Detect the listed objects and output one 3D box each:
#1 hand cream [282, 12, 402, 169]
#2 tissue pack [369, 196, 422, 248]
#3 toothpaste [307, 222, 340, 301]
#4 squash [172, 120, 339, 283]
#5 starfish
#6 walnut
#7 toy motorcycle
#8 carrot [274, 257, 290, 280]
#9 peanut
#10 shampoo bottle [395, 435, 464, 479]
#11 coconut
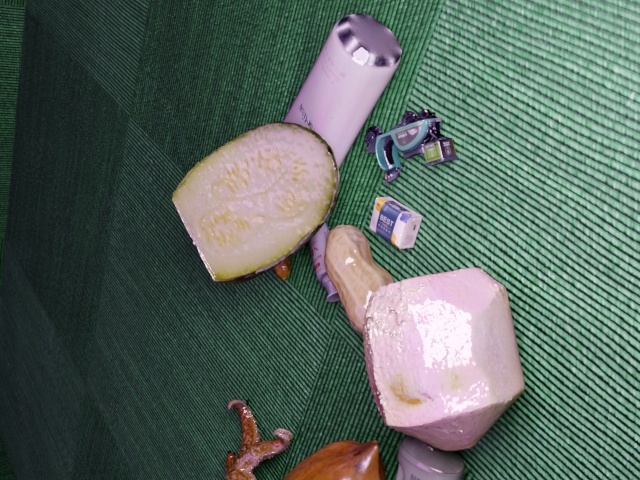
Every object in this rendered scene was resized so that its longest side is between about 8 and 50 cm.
[{"bbox_3d":[0.016,-0.232,1.282,0.185,0.118,0.358,59,145,19],"label":"hand cream"},{"bbox_3d":[0.124,-0.030,1.218,0.083,0.042,0.062,38,125,43],"label":"tissue pack"},{"bbox_3d":[0.000,0.000,1.376,0.089,0.057,0.234,111,144,-60],"label":"toothpaste"},{"bbox_3d":[-0.099,-0.074,1.293,0.233,0.210,0.309,64,152,2],"label":"squash"},{"bbox_3d":[-0.166,0.484,1.572,0.312,0.113,0.303,-53,22,41],"label":"starfish"},{"bbox_3d":[0.017,0.473,1.297,0.209,0.209,0.336,49,122,37],"label":"walnut"},{"bbox_3d":[0.135,-0.152,1.178,0.173,0.058,0.100,-13,90,50],"label":"toy motorcycle"},{"bbox_3d":[-0.111,-0.070,1.499,0.066,0.066,0.314,-19,81,51],"label":"carrot"},{"bbox_3d":[0.067,0.065,1.265,0.098,0.090,0.214,-44,61,33],"label":"peanut"},{"bbox_3d":[0.168,0.395,1.177,0.118,0.087,0.234,29,116,46],"label":"shampoo bottle"},{"bbox_3d":[0.169,0.174,1.042,0.233,0.233,0.245,-22,74,51],"label":"coconut"}]
